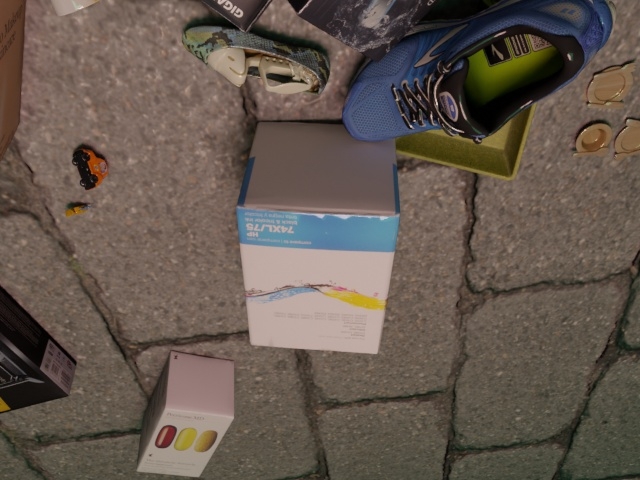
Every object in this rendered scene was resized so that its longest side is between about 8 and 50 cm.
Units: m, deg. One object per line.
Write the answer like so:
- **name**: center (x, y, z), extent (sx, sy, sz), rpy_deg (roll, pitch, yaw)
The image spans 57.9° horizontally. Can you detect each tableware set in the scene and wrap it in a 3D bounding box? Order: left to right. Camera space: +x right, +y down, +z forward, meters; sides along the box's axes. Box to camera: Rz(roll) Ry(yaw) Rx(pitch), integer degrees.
- **tableware set**: center (0.452, -0.185, 0.857), extent (0.141, 0.020, 0.168), rpy_deg (-4, 132, -5)

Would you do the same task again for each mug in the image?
- **mug**: center (-0.275, -0.295, 0.641), extent (0.062, 0.078, 0.064), rpy_deg (4, 132, 34)

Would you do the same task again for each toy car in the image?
- **toy car**: center (-0.343, -0.086, 0.841), extent (0.040, 0.060, 0.122), rpy_deg (-26, 173, -47)

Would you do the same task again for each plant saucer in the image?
- **plant saucer**: center (0.186, -0.187, 0.762), extent (0.188, 0.045, 0.188), rpy_deg (17, 135, 17)

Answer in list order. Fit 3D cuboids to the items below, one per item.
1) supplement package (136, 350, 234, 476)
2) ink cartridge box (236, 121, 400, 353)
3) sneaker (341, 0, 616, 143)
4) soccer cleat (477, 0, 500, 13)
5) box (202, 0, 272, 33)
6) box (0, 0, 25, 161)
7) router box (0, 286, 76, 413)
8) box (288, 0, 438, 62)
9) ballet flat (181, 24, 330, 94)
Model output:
- **supplement package**: center (-0.275, 0.357, 1.176), extent (0.139, 0.134, 0.244), rpy_deg (14, 129, -20)
- **ink cartridge box**: center (0.000, 0.000, 0.828), extent (0.197, 0.198, 0.270), rpy_deg (3, 132, 2)
- **sneaker**: center (0.143, -0.181, 0.649), extent (0.330, 0.147, 0.130), rpy_deg (-15, 119, 44)
- **soccer cleat**: center (0.252, -0.242, 0.752), extent (0.179, 0.060, 0.072), rpy_deg (30, 124, -33)
- **box**: center (-0.117, -0.355, 0.602), extent (0.220, 0.051, 0.175), rpy_deg (29, 122, -30)
- **box**: center (-0.395, -0.232, 0.614), extent (0.121, 0.148, 0.311), rpy_deg (12, 131, -19)
- **router box**: center (-0.625, 0.192, 1.012), extent (0.243, 0.081, 0.309), rpy_deg (-15, 132, 6)
- **box**: center (0.054, -0.296, 0.612), extent (0.156, 0.093, 0.158), rpy_deg (-41, 154, 27)
- **ballet flat**: center (-0.078, -0.218, 0.717), extent (0.188, 0.070, 0.070), rpy_deg (6, 131, -11)
